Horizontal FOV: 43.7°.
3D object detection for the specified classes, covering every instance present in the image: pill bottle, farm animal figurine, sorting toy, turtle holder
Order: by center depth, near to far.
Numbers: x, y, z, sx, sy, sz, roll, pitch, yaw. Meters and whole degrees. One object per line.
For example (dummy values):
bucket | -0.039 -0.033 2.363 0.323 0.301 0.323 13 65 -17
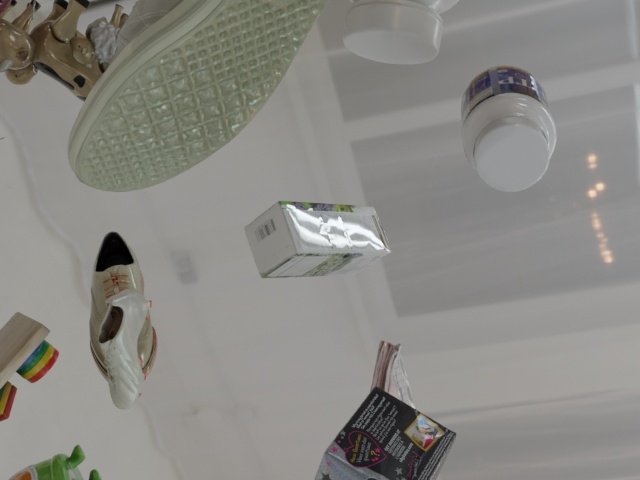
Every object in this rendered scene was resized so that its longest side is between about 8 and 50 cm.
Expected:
pill bottle | 0.229 -0.136 0.977 0.187 0.112 0.112 -74 151 -60
pill bottle | 0.116 -0.411 1.076 0.176 0.176 0.318 23 75 -73
farm animal figurine | -0.460 -0.323 1.309 0.330 0.327 0.172 -2 -117 66
turtle holder | -0.571 0.600 1.701 0.320 0.227 0.243 101 -34 -67
sorting toy | -0.687 0.293 1.729 0.089 0.255 0.257 47 68 -24

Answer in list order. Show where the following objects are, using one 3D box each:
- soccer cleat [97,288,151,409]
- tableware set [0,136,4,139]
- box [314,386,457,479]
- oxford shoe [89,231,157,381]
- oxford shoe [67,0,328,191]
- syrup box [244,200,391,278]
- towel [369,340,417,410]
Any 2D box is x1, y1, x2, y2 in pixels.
soccer cleat | -0.305 0.167 1.206 0.076 0.068 0.196 -10 114 -53
tableware set | -0.717 -0.183 1.601 0.104 0.154 0.024 -43 116 -51
box | 0.067 0.366 1.136 0.163 0.142 0.247 -40 152 -50
oxford shoe | -0.438 0.138 1.702 0.397 0.140 0.146 -118 -161 -49
oxford shoe | -0.101 -0.226 0.768 0.169 0.449 0.130 9 39 -51
syrup box | 0.000 0.000 1.328 0.237 0.093 0.096 -1 64 -47
towel | 0.145 0.400 1.466 0.317 0.053 0.332 -69 148 -60
